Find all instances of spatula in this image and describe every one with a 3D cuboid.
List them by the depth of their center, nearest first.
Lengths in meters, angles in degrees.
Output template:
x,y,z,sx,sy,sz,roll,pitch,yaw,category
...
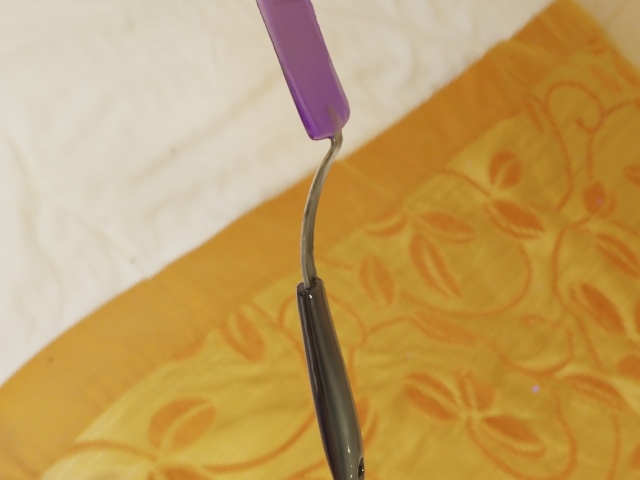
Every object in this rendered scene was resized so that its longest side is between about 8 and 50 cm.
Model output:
x,y,z,sx,sy,sz,roll,pitch,yaw,category
0.000,0.000,0.709,0.030,0.296,0.084,-1,14,16,spatula
